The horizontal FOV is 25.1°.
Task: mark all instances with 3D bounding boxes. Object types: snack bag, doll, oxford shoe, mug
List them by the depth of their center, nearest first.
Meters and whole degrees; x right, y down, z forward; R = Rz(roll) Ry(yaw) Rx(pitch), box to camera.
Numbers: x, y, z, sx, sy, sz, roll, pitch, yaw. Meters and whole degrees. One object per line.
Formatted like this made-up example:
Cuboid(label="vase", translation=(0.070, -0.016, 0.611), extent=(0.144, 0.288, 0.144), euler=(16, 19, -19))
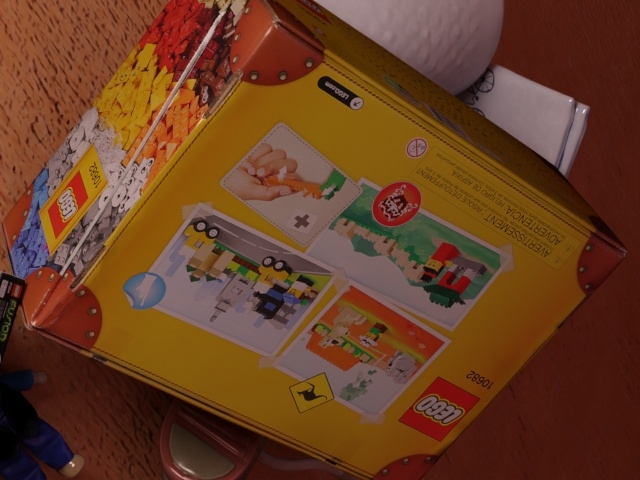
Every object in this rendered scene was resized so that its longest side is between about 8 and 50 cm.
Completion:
Cuboid(label="doll", translation=(-0.314, 0.186, 1.452), extent=(0.129, 0.046, 0.189), euler=(-53, 131, -20))
Cuboid(label="mug", translation=(0.018, -0.272, 1.570), extent=(0.328, 0.276, 0.374), euler=(-26, 160, -40))
Cuboid(label="oxford shoe", translation=(-0.091, 0.156, 1.730), extent=(0.397, 0.140, 0.146), euler=(-58, 171, -36))
Cuboid(label="snack bag", translation=(0.151, -0.066, 1.770), extent=(0.037, 0.323, 0.343), euler=(-7, 119, -45))

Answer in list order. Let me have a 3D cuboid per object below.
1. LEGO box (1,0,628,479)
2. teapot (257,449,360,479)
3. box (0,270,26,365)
Cuboid(label="LEGO box", translation=(0.000, 0.000, 1.455), extent=(0.500, 0.193, 0.372), euler=(30, 109, -34))
Cuboid(label="teapot", translation=(0.043, 0.179, 1.855), extent=(0.252, 0.187, 0.256), euler=(-56, 165, 11))
Cuboid(label="box", translation=(-0.351, 0.122, 1.326), extent=(0.036, 0.114, 0.207), euler=(27, 76, -54))
